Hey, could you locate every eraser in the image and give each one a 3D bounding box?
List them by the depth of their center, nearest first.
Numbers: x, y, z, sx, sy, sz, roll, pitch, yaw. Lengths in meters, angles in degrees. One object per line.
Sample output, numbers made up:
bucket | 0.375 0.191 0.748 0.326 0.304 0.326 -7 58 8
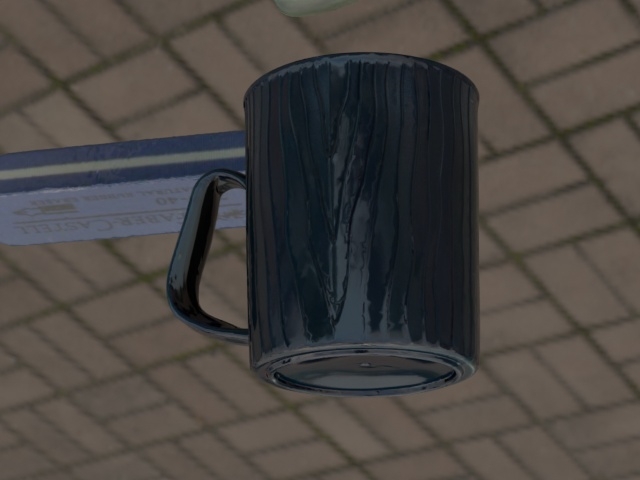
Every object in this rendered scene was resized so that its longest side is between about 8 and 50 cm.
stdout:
eraser | -0.121 -0.035 1.071 0.225 0.036 0.082 -4 154 10

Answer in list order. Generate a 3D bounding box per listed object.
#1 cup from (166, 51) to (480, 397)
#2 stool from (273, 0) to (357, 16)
cup | 0.010 0.002 0.770 0.113 0.138 0.150 14 158 -36
stool | 0.055 -0.243 0.861 0.199 0.195 0.195 -18 109 26
